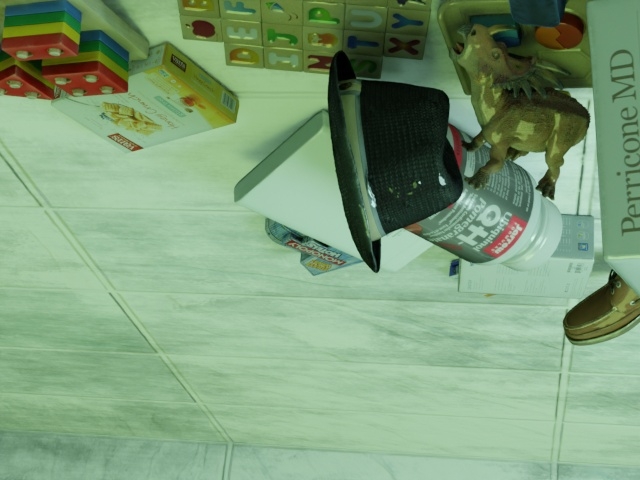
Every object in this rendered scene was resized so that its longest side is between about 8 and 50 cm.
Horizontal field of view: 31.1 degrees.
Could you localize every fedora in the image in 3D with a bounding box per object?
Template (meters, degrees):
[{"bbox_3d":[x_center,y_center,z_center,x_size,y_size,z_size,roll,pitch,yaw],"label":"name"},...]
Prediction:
[{"bbox_3d":[0.109,-0.117,1.559,0.152,0.334,0.334,-9,152,8],"label":"fedora"}]

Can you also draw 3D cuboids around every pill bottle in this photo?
[{"bbox_3d":[0.233,-0.064,1.812,0.318,0.176,0.176,25,149,-35],"label":"pill bottle"}]

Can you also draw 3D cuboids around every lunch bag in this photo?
[{"bbox_3d":[0.267,-0.315,1.401,0.067,0.065,0.098,14,153,25],"label":"lunch bag"}]

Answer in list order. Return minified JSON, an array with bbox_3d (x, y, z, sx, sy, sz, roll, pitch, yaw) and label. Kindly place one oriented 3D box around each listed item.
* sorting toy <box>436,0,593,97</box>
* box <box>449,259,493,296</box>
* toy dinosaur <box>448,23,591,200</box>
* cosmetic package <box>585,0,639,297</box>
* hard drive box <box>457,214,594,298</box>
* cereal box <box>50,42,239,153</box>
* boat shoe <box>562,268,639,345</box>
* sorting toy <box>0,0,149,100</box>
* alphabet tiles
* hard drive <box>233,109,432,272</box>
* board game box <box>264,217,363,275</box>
[{"bbox_3d":[0.302,-0.237,1.588,0.229,0.041,0.307,-3,153,19],"label":"sorting toy"},{"bbox_3d":[0.315,0.070,2.252,0.136,0.028,0.081,25,150,-37],"label":"box"},{"bbox_3d":[0.293,-0.172,1.568,0.295,0.127,0.200,8,126,-36],"label":"toy dinosaur"},{"bbox_3d":[0.554,-0.115,1.387,0.393,0.330,0.327,-6,165,23],"label":"cosmetic package"},{"bbox_3d":[0.366,0.027,2.077,0.232,0.089,0.181,3,155,6],"label":"hard drive box"},{"bbox_3d":[-0.269,-0.212,1.769,0.240,0.047,0.173,-12,149,34],"label":"cereal box"},{"bbox_3d":[0.565,0.082,2.095,0.307,0.111,0.104,-31,122,19],"label":"boat shoe"},{"bbox_3d":[-0.405,-0.265,1.574,0.255,0.089,0.257,-2,167,17],"label":"sorting toy"},{"bbox_3d":[-0.025,-0.308,1.551,0.342,0.011,0.285,6,155,2],"label":"alphabet tiles"},{"bbox_3d":[0.065,-0.072,1.929,0.353,0.047,0.233,24,134,-33],"label":"hard drive"},{"bbox_3d":[0.000,0.000,2.140,0.194,0.060,0.194,20,151,-27],"label":"board game box"}]
